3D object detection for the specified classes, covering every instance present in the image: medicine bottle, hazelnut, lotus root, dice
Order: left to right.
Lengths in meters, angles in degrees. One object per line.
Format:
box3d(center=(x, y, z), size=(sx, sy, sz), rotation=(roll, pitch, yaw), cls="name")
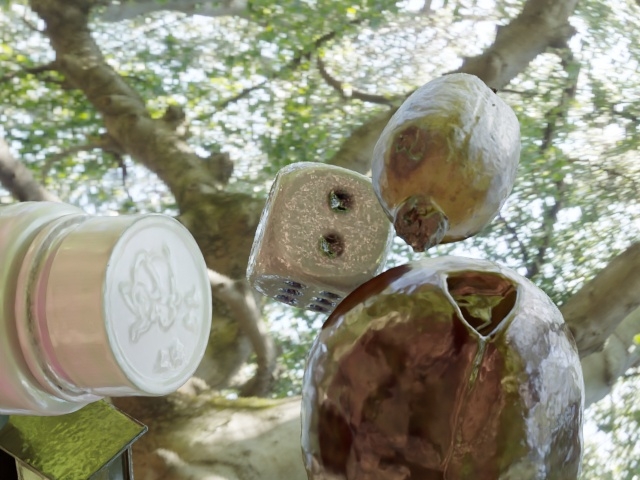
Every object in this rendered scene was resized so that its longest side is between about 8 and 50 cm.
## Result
box3d(center=(-0.246, 0.054, 0.775), size=(0.293, 0.170, 0.170), rotation=(-3, -85, 26), cls="medicine bottle")
box3d(center=(0.000, 0.000, 1.502), size=(0.194, 0.193, 0.191), rotation=(19, -110, -8), cls="dice")
box3d(center=(0.145, 0.229, 1.264), size=(0.402, 0.402, 0.429), rotation=(17, -77, 27), cls="hazelnut")
box3d(center=(0.129, -0.078, 1.000), size=(0.145, 0.260, 0.128), rotation=(32, -44, -3), cls="lotus root")

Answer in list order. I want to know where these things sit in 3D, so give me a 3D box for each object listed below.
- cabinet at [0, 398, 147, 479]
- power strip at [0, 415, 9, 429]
box3d(center=(-0.359, 0.303, 1.317), size=(0.215, 0.148, 0.174), rotation=(25, -48, 22), cls="cabinet")
box3d(center=(-0.483, 0.143, 1.205), size=(0.265, 0.193, 0.059), rotation=(38, -24, 21), cls="power strip")
